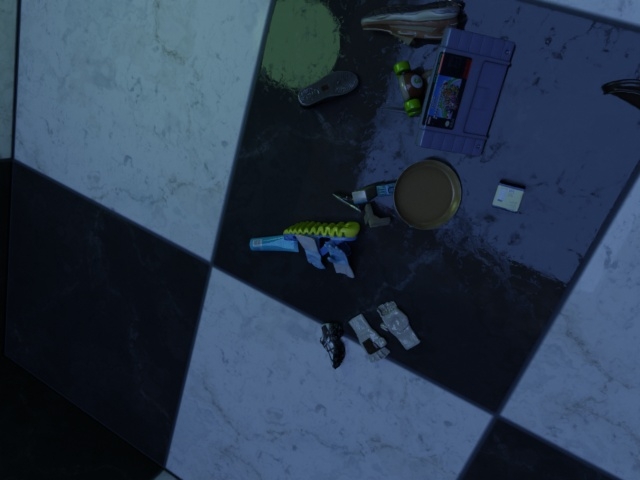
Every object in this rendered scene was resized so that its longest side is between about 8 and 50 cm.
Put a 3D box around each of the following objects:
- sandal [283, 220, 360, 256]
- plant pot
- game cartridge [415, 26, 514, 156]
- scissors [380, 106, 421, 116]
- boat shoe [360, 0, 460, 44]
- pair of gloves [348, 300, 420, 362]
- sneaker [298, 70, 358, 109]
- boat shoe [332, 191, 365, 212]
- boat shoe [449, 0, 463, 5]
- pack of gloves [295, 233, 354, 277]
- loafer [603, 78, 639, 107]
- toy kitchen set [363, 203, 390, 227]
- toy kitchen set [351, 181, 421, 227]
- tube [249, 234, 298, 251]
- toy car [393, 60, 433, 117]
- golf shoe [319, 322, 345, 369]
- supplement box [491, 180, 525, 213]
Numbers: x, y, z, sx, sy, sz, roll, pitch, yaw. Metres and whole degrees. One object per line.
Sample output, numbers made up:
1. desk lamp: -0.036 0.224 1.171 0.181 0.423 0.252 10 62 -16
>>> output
1. sandal: 0.000 0.000 1.849 0.318 0.126 0.138 4 112 26
2. plant pot: 0.360 -0.155 1.629 0.237 0.032 0.236 -1 100 -7
3. game cartridge: 0.439 -0.449 1.480 0.230 0.068 0.354 4 112 -19
4. scissors: 0.352 -0.437 1.616 0.297 0.021 0.108 30 116 17
5. boat shoe: 0.278 -0.681 1.524 0.325 0.123 0.116 14 135 32
6. pair of gloves: 0.246 0.359 1.876 0.240 0.042 0.204 -29 91 28
7. sneaker: 0.023 -0.537 1.714 0.222 0.118 0.083 -19 96 -1
8. boat shoe: 0.107 -0.151 1.798 0.133 0.049 0.042 30 87 22
9. boat shoe: 0.390 -0.775 1.485 0.137 0.049 0.043 41 115 15
10. pack of gloves: 0.013 0.076 1.824 0.195 0.046 0.232 13 152 24
11. loafer: 0.904 -0.400 1.327 0.220 0.080 0.078 14 110 21
12. toy kitchen set: 0.206 -0.088 1.778 0.075 0.068 0.083 -9 66 -12
13. toy kitchen set: 0.241 -0.117 1.697 0.207 0.122 0.165 -8 101 27
14. tube: -0.190 0.012 1.983 0.207 0.052 0.080 -2 108 20
15. toy car: 0.350 -0.506 1.536 0.189 0.149 0.154 -16 88 16
16. golf shoe: 0.046 0.432 1.982 0.094 0.077 0.198 5 103 39
17. supplement box: 0.610 -0.141 1.553 0.083 0.056 0.083 19 112 20
